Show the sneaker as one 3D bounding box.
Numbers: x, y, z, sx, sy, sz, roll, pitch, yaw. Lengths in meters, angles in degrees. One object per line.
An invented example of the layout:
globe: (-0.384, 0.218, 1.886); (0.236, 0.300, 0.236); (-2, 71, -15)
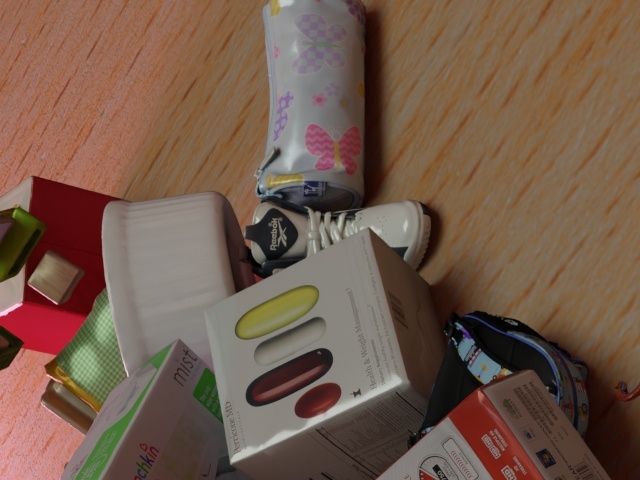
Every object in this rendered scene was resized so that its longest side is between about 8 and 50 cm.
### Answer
sneaker: (0.000, 0.000, 1.895); (0.235, 0.153, 0.094); (-13, 68, 53)

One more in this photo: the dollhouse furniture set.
dollhouse furniture set: (-0.308, 0.118, 2.126); (0.197, 0.301, 0.151); (-57, -7, 6)

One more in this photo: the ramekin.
ramekin: (-0.147, 0.076, 1.986); (0.277, 0.135, 0.277); (-13, -90, -87)

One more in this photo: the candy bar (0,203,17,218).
candy bar: (-0.407, -0.024, 2.211); (0.161, 0.018, 0.040); (-48, -21, -86)

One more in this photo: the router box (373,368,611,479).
router box: (0.160, 0.330, 1.472); (0.301, 0.082, 0.335); (-47, 70, 36)

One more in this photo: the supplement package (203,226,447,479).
supplement package: (0.015, 0.133, 1.765); (0.203, 0.149, 0.194); (-27, 51, 17)

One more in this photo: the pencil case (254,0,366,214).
pencil case: (-0.009, -0.159, 2.000); (0.113, 0.124, 0.273); (80, -169, -68)

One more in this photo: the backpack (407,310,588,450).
backpack: (0.182, 0.159, 1.598); (0.173, 0.117, 0.158); (21, 95, 57)

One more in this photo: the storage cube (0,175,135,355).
storage cube: (-0.356, 0.043, 2.366); (0.215, 0.193, 0.184); (-24, 58, 49)

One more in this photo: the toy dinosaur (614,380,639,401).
toy dinosaur: (0.290, 0.106, 1.504); (0.082, 0.090, 0.047); (-31, 48, -13)

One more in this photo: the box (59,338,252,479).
box: (-0.140, 0.271, 1.763); (0.127, 0.231, 0.262); (-38, 13, 29)
